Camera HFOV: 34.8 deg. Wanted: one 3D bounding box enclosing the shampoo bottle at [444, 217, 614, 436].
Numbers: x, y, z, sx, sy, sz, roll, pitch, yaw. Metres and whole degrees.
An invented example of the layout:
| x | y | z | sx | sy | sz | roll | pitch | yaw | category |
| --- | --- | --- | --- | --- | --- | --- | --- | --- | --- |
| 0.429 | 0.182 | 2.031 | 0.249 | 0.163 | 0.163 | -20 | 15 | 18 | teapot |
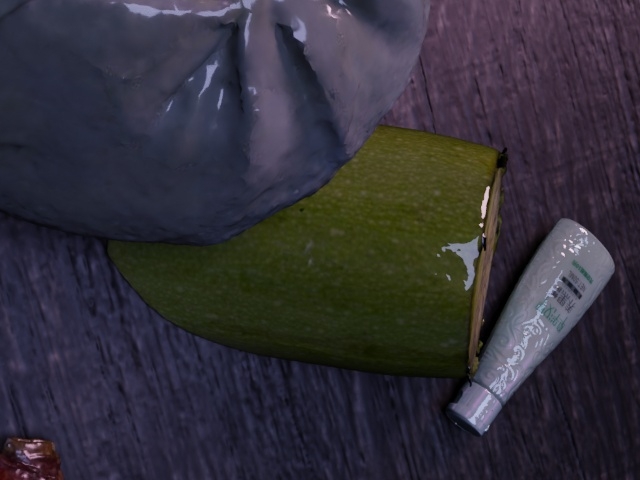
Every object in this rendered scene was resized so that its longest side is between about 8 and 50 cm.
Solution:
| x | y | z | sx | sy | sz | roll | pitch | yaw | category |
| --- | --- | --- | --- | --- | --- | --- | --- | --- | --- |
| 0.166 | 0.072 | 0.825 | 0.069 | 0.041 | 0.190 | 47 | 71 | -22 | shampoo bottle |

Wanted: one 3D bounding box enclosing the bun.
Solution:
| x | y | z | sx | sy | sz | roll | pitch | yaw | category |
| --- | --- | --- | --- | --- | --- | --- | --- | --- | --- |
| -0.113 | -0.156 | 0.586 | 0.355 | 0.194 | 0.354 | 0 | 95 | -6 | bun |

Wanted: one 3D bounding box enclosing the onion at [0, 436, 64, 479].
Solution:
| x | y | z | sx | sy | sz | roll | pitch | yaw | category |
| --- | --- | --- | --- | --- | --- | --- | --- | --- | --- |
| -0.183 | 0.203 | 0.625 | 0.206 | 0.098 | 0.151 | 17 | 83 | -23 | onion |

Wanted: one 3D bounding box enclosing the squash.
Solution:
| x | y | z | sx | sy | sz | roll | pitch | yaw | category |
| --- | --- | --- | --- | --- | --- | --- | --- | --- | --- |
| 0.000 | 0.000 | 0.761 | 0.261 | 0.189 | 0.189 | 7 | 84 | 11 | squash |
